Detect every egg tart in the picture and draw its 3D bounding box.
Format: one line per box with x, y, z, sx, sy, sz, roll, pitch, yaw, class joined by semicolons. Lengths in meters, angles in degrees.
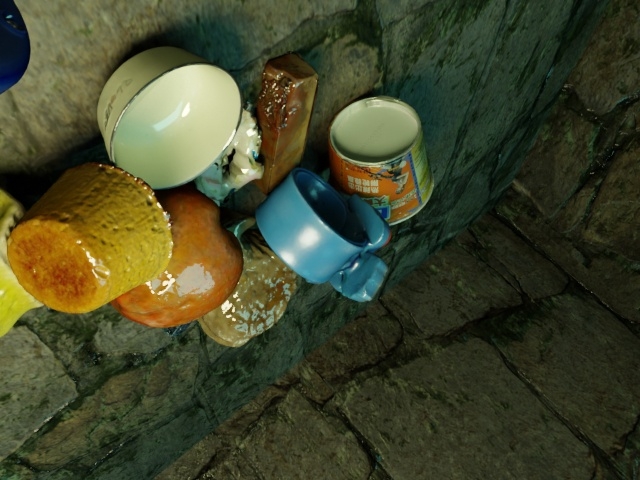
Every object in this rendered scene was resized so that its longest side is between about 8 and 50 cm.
-0.337;0.004;0.824;0.215;0.215;0.171;-59;-177;31;egg tart

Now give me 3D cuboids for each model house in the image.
-0.523;0.033;0.842;0.234;0.174;0.193;-55;163;-29;model house

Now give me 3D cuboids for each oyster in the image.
-0.189;-0.166;1.128;0.198;0.092;0.260;-48;156;-17;oyster

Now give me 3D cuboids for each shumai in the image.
-0.197;0.066;1.267;0.262;0.266;0.314;74;23;-63;shumai

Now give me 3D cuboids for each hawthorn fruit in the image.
-0.308;0.039;1.037;0.298;0.277;0.277;-38;158;-36;hawthorn fruit

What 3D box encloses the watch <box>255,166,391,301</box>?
0.000;0.000;1.225;0.241;0.305;0.274;-44;130;18;watch

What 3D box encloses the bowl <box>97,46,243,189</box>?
-0.254;-0.210;0.896;0.237;0.126;0.238;-37;157;-19;bowl

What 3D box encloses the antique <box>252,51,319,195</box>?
-0.085;-0.240;1.189;0.093;0.087;0.310;-28;153;-32;antique

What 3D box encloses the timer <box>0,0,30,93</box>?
-0.496;-0.137;0.506;0.383;0.270;0.270;-37;160;16;timer

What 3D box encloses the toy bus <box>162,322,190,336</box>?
-0.358;0.182;1.477;0.166;0.065;0.047;-52;158;13;toy bus

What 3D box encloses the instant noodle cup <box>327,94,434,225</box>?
0.141;-0.207;1.408;0.296;0.296;0.214;-39;149;-13;instant noodle cup
